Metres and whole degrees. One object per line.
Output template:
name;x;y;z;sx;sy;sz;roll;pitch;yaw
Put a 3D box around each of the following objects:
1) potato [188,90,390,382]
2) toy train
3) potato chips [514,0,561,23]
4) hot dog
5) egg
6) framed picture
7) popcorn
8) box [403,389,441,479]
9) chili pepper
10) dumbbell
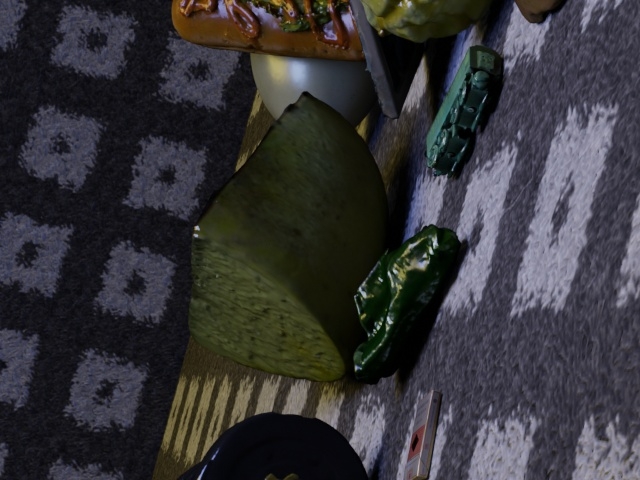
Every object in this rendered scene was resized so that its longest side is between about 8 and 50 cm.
potato;0.000;0.000;1.974;0.280;0.213;0.330;-59;-8;-25
toy train;0.141;-0.124;1.720;0.148;0.038;0.071;114;170;-45
potato chips;0.207;-0.305;1.561;0.195;0.062;0.208;-90;20;-54
hot dog;-0.030;-0.312;2.172;0.117;0.349;0.158;51;-127;-62
egg;-0.001;-0.248;2.307;0.188;0.188;0.253;119;157;-56
framed picture;0.054;-0.318;1.941;0.232;0.024;0.315;-68;-36;-61
popcorn;0.107;-0.304;1.780;0.187;0.167;0.185;53;-161;-42
box;0.092;0.182;1.569;0.046;0.012;0.083;127;158;-63
chili pepper;0.082;0.062;1.700;0.216;0.062;0.108;117;159;-49
dumbbell;-0.068;0.294;1.811;0.388;0.185;0.185;132;152;-67
